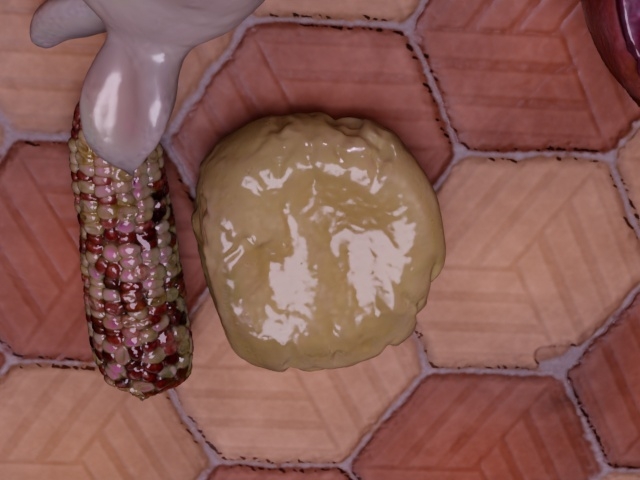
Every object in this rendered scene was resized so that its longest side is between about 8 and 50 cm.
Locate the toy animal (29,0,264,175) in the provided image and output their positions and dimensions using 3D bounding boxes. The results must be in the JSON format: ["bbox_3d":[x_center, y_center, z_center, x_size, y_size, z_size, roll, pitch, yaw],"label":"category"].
[{"bbox_3d":[-0.072,-0.231,1.111,0.367,0.196,0.241,-39,143,12],"label":"toy animal"}]

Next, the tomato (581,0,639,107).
[{"bbox_3d":[0.351,-0.206,1.165,0.335,0.176,0.290,13,96,-15],"label":"tomato"}]

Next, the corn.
[{"bbox_3d":[-0.161,0.009,1.291,0.092,0.092,0.280,-4,116,-2],"label":"corn"}]

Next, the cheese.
[{"bbox_3d":[0.000,0.000,1.285,0.214,0.117,0.226,-8,115,-6],"label":"cheese"}]
